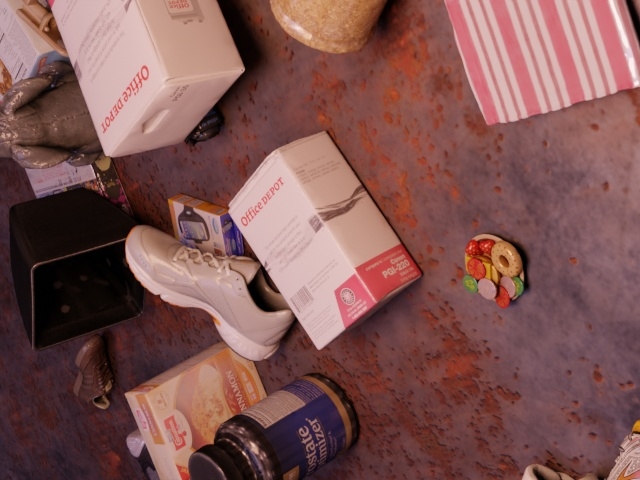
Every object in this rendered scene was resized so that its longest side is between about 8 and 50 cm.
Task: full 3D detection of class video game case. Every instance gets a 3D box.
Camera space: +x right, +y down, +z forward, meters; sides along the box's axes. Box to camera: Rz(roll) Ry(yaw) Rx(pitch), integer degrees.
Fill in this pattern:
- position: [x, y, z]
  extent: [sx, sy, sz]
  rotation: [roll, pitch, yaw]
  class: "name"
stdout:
- position: [-0.396, -0.072, 1.826]
  extent: [0.232, 0.042, 0.210]
  rotation: [-9, 104, 51]
  class: "video game case"

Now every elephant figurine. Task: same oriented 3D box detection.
- position: [-0.412, -0.160, 1.588]
  extent: [0.169, 0.239, 0.186]
  rotation: [44, 125, 15]
  class: "elephant figurine"

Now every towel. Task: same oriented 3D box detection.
- position: [0.210, -0.194, 1.048]
  extent: [0.197, 0.029, 0.144]
  rotation: [-10, 103, 49]
  class: "towel"

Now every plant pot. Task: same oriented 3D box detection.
- position: [-0.387, 0.026, 1.705]
  extent: [0.167, 0.188, 0.188]
  rotation: [50, 144, 33]
  class: "plant pot"

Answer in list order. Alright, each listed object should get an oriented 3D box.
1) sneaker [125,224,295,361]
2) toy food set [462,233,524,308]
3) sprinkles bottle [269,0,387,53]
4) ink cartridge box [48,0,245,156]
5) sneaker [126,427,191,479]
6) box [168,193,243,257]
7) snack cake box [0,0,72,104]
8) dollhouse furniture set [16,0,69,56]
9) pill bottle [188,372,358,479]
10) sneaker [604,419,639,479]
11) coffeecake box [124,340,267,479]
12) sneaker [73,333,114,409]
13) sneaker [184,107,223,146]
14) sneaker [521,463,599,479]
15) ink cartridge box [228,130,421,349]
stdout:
- position: [-0.143, 0.047, 1.532]
  extent: [0.262, 0.099, 0.121]
  rotation: [35, 128, -6]
  class: "sneaker"
- position: [0.189, 0.033, 1.213]
  extent: [0.083, 0.020, 0.082]
  rotation: [19, 126, 42]
  class: "toy food set"
- position: [0.056, -0.343, 1.059]
  extent: [0.121, 0.121, 0.355]
  rotation: [49, 141, 18]
  class: "sprinkles bottle"
- position: [-0.229, -0.274, 1.370]
  extent: [0.207, 0.117, 0.283]
  rotation: [-37, 71, 52]
  class: "ink cartridge box"
- position: [-0.224, 0.386, 1.857]
  extent: [0.269, 0.101, 0.153]
  rotation: [-4, 109, 57]
  class: "sneaker"
- position: [-0.164, -0.014, 1.598]
  extent: [0.136, 0.028, 0.081]
  rotation: [19, 126, 45]
  class: "box"
- position: [-0.477, -0.292, 1.752]
  extent: [0.152, 0.089, 0.264]
  rotation: [56, 143, 7]
  class: "snack cake box"
- position: [-0.335, -0.341, 1.531]
  extent: [0.123, 0.144, 0.151]
  rotation: [43, 124, 18]
  class: "dollhouse furniture set"
- position: [-0.065, 0.276, 1.495]
  extent: [0.123, 0.219, 0.122]
  rotation: [27, 130, 38]
  class: "pill bottle"
- position: [0.330, 0.228, 1.107]
  extent: [0.225, 0.088, 0.092]
  rotation: [-40, 68, 34]
  class: "sneaker"
- position: [-0.173, 0.249, 1.636]
  extent: [0.068, 0.185, 0.142]
  rotation: [-10, 104, 52]
  class: "coffeecake box"
- position: [-0.402, 0.239, 2.020]
  extent: [0.071, 0.066, 0.188]
  rotation: [33, 142, 10]
  class: "sneaker"
- position: [-0.152, -0.181, 1.459]
  extent: [0.084, 0.058, 0.152]
  rotation: [55, 139, 5]
  class: "sneaker"
- position: [0.250, 0.313, 1.270]
  extent: [0.232, 0.090, 0.115]
  rotation: [-27, 83, 44]
  class: "sneaker"
- position: [0.000, 0.000, 1.359]
  extent: [0.218, 0.092, 0.158]
  rotation: [55, 142, 7]
  class: "ink cartridge box"
